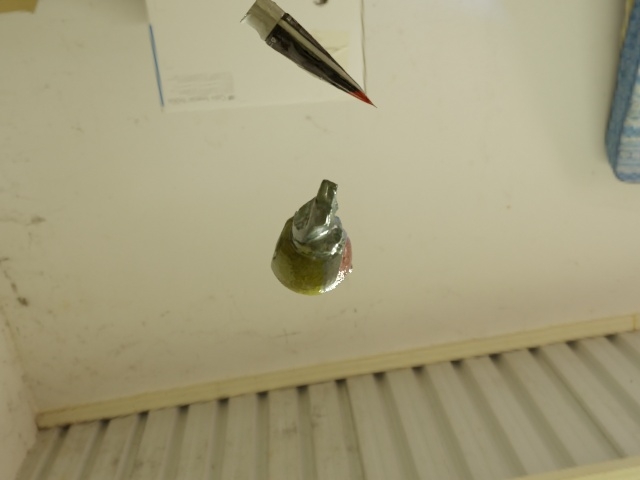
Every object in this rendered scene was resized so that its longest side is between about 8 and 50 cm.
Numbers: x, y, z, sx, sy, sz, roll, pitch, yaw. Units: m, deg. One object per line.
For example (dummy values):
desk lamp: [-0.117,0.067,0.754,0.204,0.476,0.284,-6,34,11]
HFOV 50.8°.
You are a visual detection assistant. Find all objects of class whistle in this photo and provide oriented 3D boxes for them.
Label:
whistle: [0.000,0.000,0.913,0.122,0.223,0.123,6,-122,-9]

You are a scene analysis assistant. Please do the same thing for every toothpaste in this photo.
toothpaste: [-0.008,-0.224,0.829,0.045,0.193,0.071,-51,-165,10]
